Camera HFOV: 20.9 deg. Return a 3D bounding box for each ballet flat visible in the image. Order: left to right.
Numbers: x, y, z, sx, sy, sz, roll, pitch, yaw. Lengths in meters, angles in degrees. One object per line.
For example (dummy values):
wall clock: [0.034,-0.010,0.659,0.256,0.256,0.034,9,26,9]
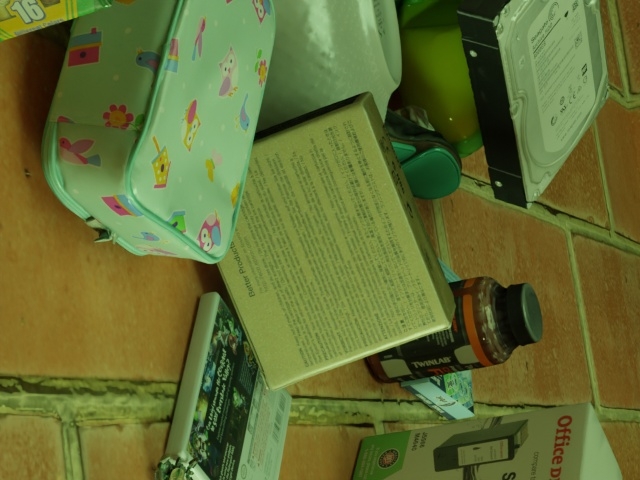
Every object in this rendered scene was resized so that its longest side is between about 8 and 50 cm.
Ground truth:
ballet flat: [0.099,-0.127,2.139,0.280,0.095,0.096,25,44,-63]

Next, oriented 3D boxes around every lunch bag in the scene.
lunch bag: [-0.132,-0.122,1.501,0.224,0.107,0.279,46,54,-63]

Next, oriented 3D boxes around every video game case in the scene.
video game case: [-0.083,0.174,1.636,0.190,0.022,0.173,-80,149,-41]

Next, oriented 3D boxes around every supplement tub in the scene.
supplement tub: [0.153,0.101,2.004,0.106,0.197,0.106,42,42,-54]

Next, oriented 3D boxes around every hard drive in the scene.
hard drive: [0.280,-0.235,2.208,0.237,0.064,0.339,-52,144,-29]

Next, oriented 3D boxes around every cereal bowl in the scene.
cereal bowl: [0.001,-0.225,1.813,0.339,0.141,0.339,-8,90,-78]

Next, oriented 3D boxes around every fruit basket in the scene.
fruit basket: [0.192,-0.310,2.268,0.392,0.283,0.392,52,18,-25]

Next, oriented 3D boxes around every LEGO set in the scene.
LEGO set: [-0.128,0.215,1.511,0.054,0.023,0.083,-29,124,-46]

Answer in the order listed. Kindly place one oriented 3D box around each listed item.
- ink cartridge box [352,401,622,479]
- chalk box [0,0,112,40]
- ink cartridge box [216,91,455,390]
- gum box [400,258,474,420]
ink cartridge box: [0.171,0.293,1.845,0.198,0.272,0.115,-72,143,-51]
chalk box: [-0.252,-0.279,1.324,0.132,0.132,0.213,-81,149,-43]
ink cartridge box: [0.000,0.000,1.666,0.088,0.193,0.235,-59,128,-74]
gum box: [0.144,0.116,2.178,0.157,0.041,0.184,40,44,-56]
